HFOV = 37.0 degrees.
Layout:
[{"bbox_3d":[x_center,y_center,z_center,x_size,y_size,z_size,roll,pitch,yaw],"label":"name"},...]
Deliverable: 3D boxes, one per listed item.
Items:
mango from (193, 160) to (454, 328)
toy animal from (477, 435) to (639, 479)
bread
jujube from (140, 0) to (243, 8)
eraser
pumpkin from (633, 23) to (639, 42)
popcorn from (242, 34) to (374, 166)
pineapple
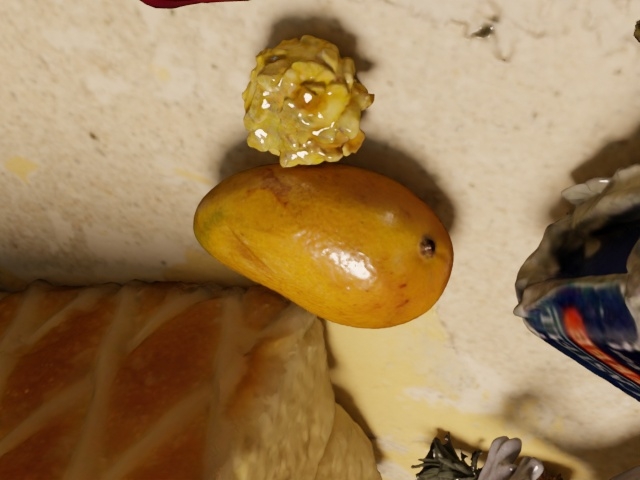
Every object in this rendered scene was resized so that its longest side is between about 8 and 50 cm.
[{"bbox_3d":[0.003,-0.003,0.604,0.165,0.089,0.115,25,148,0],"label":"mango"},{"bbox_3d":[0.195,0.219,0.687,0.206,0.081,0.367,38,114,-16],"label":"toy animal"},{"bbox_3d":[-0.190,0.223,0.706,0.371,0.390,0.279,2,125,24],"label":"bread"},{"bbox_3d":[-0.129,-0.223,0.361,0.342,0.216,0.216,23,137,4],"label":"jujube"},{"bbox_3d":[0.272,0.084,0.528,0.332,0.101,0.155,33,170,-9],"label":"eraser"},{"bbox_3d":[0.259,-0.037,0.444,0.278,0.111,0.163,44,138,-22],"label":"pumpkin"},{"bbox_3d":[-0.008,-0.077,0.555,0.083,0.057,0.082,40,136,-20],"label":"popcorn"},{"bbox_3d":[0.133,0.197,0.765,0.124,0.058,0.058,18,137,10],"label":"pineapple"}]
